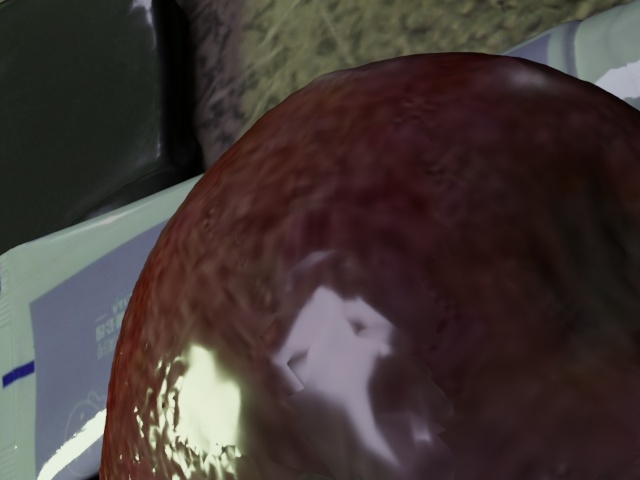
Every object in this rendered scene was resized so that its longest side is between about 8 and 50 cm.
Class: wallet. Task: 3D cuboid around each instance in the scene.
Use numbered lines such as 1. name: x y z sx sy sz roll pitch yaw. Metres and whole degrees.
1. wallet: -0.144 0.041 0.771 0.197 0.051 0.377 -18 58 25

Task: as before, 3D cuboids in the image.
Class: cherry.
1. cherry: 0.043 0.072 0.492 0.239 0.239 0.206 3 32 43

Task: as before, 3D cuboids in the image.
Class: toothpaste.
1. toothpaste: 0.000 0.000 0.632 0.371 0.080 0.125 -23 61 27
